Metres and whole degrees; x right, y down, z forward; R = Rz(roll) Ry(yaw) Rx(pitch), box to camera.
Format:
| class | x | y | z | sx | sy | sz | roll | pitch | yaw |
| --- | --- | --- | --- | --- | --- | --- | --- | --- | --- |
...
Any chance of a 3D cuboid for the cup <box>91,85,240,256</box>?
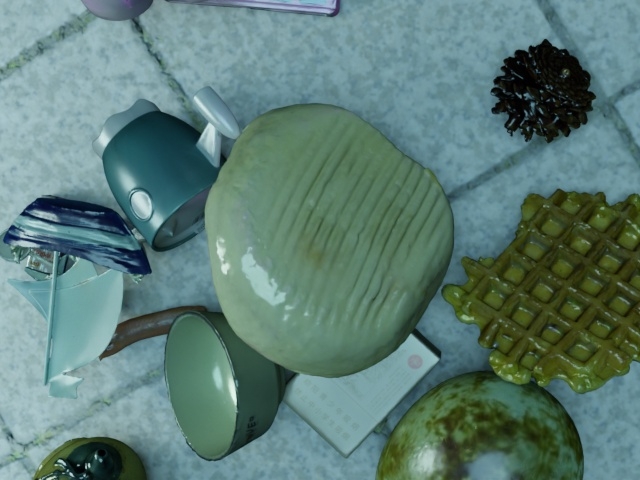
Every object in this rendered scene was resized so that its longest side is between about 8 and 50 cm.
| class | x | y | z | sx | sy | sz | roll | pitch | yaw |
| --- | --- | --- | --- | --- | --- | --- | --- | --- | --- |
| cup | -0.222 | -0.098 | 1.382 | 0.173 | 0.167 | 0.299 | 49 | 124 | 9 |

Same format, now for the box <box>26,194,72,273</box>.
| class | x | y | z | sx | sy | sz | roll | pitch | yaw |
| --- | --- | --- | --- | --- | --- | --- | --- | --- | --- |
| box | -0.395 | -0.007 | 1.471 | 0.051 | 0.036 | 0.117 | 16 | 97 | 6 |

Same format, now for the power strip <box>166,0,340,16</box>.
| class | x | y | z | sx | sy | sz | roll | pitch | yaw |
| --- | --- | --- | --- | --- | --- | --- | --- | --- | --- |
| power strip | -0.096 | -0.380 | 1.404 | 0.279 | 0.037 | 0.109 | 7 | 95 | 7 |

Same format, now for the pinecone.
| class | x | y | z | sx | sy | sz | roll | pitch | yaw |
| --- | --- | --- | --- | --- | --- | --- | --- | --- | --- |
| pinecone | 0.291 | -0.192 | 1.328 | 0.140 | 0.140 | 0.121 | 52 | 131 | 1 |

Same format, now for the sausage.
| class | x | y | z | sx | sy | sz | roll | pitch | yaw |
| --- | --- | --- | --- | --- | --- | --- | --- | --- | --- |
| sausage | -0.247 | 0.130 | 1.459 | 0.177 | 0.040 | 0.047 | -16 | 98 | 8 |

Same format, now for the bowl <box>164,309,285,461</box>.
| class | x | y | z | sx | sy | sz | roll | pitch | yaw |
| --- | --- | --- | --- | --- | --- | --- | --- | --- | --- |
| bowl | -0.124 | 0.191 | 1.390 | 0.112 | 0.211 | 0.211 | -10 | 94 | -36 |

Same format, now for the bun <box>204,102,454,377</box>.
| class | x | y | z | sx | sy | sz | roll | pitch | yaw |
| --- | --- | --- | --- | --- | --- | --- | --- | --- | --- |
| bun | 0.000 | 0.000 | 1.304 | 0.361 | 0.213 | 0.360 | 9 | 69 | -25 |

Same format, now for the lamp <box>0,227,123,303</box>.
| class | x | y | z | sx | sy | sz | roll | pitch | yaw |
| --- | --- | --- | --- | --- | --- | --- | --- | --- | --- |
| lamp | -0.375 | 0.047 | 1.435 | 0.198 | 0.056 | 0.050 | 32 | 94 | -14 |

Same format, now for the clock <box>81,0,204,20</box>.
| class | x | y | z | sx | sy | sz | roll | pitch | yaw |
| --- | --- | --- | --- | --- | --- | --- | --- | --- | --- |
| clock | -0.186 | -0.456 | 1.340 | 0.322 | 0.113 | 0.295 | -10 | 74 | 2 |

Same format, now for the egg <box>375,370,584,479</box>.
| class | x | y | z | sx | sy | sz | roll | pitch | yaw |
| --- | --- | --- | --- | --- | --- | --- | --- | --- | --- |
| egg | 0.204 | 0.302 | 1.318 | 0.289 | 0.238 | 0.238 | -37 | 89 | 24 |

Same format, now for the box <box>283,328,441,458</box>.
| class | x | y | z | sx | sy | sz | roll | pitch | yaw |
| --- | --- | --- | --- | --- | --- | --- | --- | --- | --- |
| box | 0.055 | 0.189 | 1.416 | 0.141 | 0.058 | 0.201 | 41 | 99 | 3 |

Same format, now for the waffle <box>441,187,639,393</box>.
| class | x | y | z | sx | sy | sz | roll | pitch | yaw |
| --- | --- | --- | --- | --- | --- | --- | --- | --- | --- |
| waffle | 0.323 | 0.056 | 1.307 | 0.301 | 0.058 | 0.281 | -25 | 62 | -8 |

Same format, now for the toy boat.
| class | x | y | z | sx | sy | sz | roll | pitch | yaw |
| --- | --- | --- | --- | --- | --- | --- | --- | --- | --- |
| toy boat | -0.367 | 0.069 | 1.397 | 0.210 | 0.070 | 0.291 | 35 | 109 | 8 |

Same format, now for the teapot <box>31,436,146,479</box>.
| class | x | y | z | sx | sy | sz | roll | pitch | yaw |
| --- | --- | --- | --- | --- | --- | --- | --- | --- | --- |
| teapot | -0.310 | 0.387 | 1.413 | 0.183 | 0.173 | 0.269 | 32 | 130 | 40 |
